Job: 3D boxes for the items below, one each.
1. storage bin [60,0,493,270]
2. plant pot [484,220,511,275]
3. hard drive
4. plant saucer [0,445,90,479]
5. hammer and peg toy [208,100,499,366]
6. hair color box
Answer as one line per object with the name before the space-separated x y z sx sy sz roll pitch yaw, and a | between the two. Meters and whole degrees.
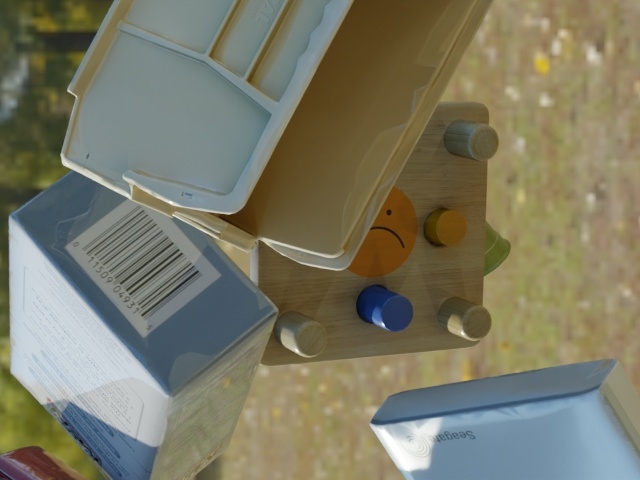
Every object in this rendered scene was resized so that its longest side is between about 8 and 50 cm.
storage bin | -0.010 -0.120 1.099 0.260 0.123 0.262 -62 -15 0
plant pot | 0.154 -0.007 2.038 0.079 0.083 0.083 59 -174 -22
hard drive | 0.215 0.255 1.445 0.047 0.233 0.353 -47 -68 -40
plant saucer | -0.290 0.313 1.660 0.259 0.047 0.258 19 73 55
hammer and peg toy | 0.000 0.000 1.820 0.127 0.361 0.266 -159 67 -62
hair color box | -0.156 0.085 1.533 0.185 0.113 0.374 48 158 11
